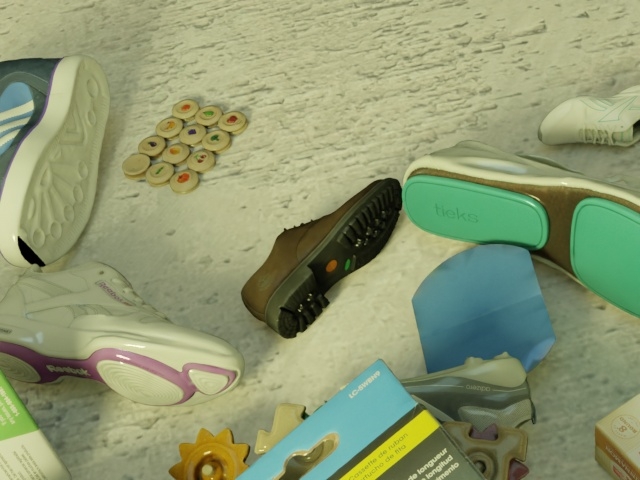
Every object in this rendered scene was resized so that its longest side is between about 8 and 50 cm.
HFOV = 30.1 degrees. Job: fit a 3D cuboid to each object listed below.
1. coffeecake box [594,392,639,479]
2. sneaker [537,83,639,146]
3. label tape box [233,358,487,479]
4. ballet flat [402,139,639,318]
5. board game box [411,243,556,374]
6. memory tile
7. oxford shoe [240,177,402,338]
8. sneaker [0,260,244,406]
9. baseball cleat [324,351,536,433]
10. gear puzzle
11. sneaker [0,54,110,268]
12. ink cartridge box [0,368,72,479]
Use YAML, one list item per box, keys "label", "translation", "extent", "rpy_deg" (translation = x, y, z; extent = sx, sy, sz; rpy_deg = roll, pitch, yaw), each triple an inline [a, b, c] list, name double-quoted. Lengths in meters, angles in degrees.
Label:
- label: "coffeecake box"
  translation: [0.361, 0.178, 1.057]
  extent: [0.185, 0.068, 0.142]
  rpy_deg: [-31, 50, -14]
- label: "sneaker"
  translation: [0.325, -0.135, 1.358]
  extent: [0.152, 0.054, 0.061]
  rpy_deg: [-15, 50, 0]
- label: "label tape box"
  translation: [0.056, 0.285, 0.957]
  extent: [0.240, 0.106, 0.334]
  rpy_deg: [-39, 37, -1]
- label: "ballet flat"
  translation: [0.274, -0.027, 1.233]
  extent: [0.400, 0.139, 0.139]
  rpy_deg: [21, 56, 32]
- label: "board game box"
  translation: [0.167, 0.085, 1.210]
  extent: [0.133, 0.033, 0.169]
  rpy_deg: [-22, 50, 15]
- label: "memory tile"
  translation: [-0.170, -0.121, 1.494]
  extent: [0.113, 0.012, 0.148]
  rpy_deg: [18, 56, 27]
- label: "oxford shoe"
  translation: [0.000, 0.000, 1.298]
  extent: [0.096, 0.083, 0.227]
  rpy_deg: [28, 59, 38]
- label: "sneaker"
  translation: [-0.214, 0.084, 1.249]
  extent: [0.305, 0.114, 0.152]
  rpy_deg: [8, 52, 20]
- label: "baseball cleat"
  translation: [0.100, 0.174, 1.124]
  extent: [0.206, 0.072, 0.109]
  rpy_deg: [-19, 69, 16]
- label: "gear puzzle"
  translation: [0.017, 0.241, 1.089]
  extent: [0.339, 0.044, 0.175]
  rpy_deg: [4, 70, 18]
- label: "sneaker"
  translation: [-0.402, -0.091, 1.461]
  extent: [0.236, 0.130, 0.323]
  rpy_deg: [-7, 51, 21]
- label: "ink cartridge box"
  translation: [-0.404, 0.223, 1.111]
  extent: [0.278, 0.201, 0.117]
  rpy_deg: [-36, 50, -17]
